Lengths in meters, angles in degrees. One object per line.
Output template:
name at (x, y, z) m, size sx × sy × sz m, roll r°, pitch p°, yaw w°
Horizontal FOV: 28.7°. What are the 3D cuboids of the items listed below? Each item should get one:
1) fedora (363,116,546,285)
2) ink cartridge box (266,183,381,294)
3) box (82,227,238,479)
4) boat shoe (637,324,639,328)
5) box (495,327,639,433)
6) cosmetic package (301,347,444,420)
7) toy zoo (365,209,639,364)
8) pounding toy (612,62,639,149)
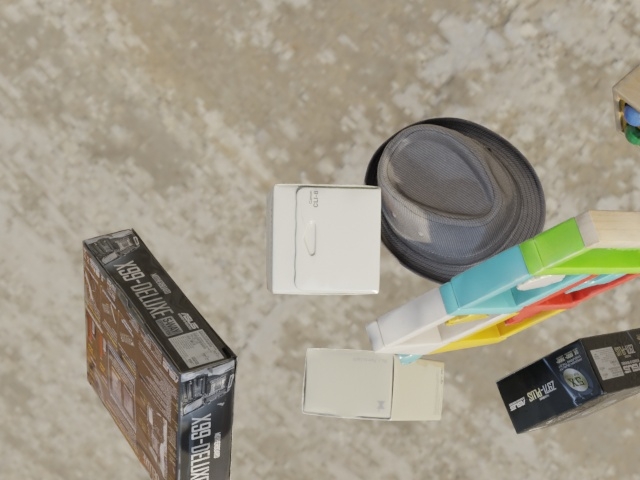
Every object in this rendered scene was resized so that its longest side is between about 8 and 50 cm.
fedora at (0.185, -0.071, 1.800) m, size 0.275 × 0.244 × 0.124 m, roll 42°, pitch 177°, yaw 19°
ink cartridge box at (0.000, 0.000, 1.499) m, size 0.127 × 0.128 × 0.176 m, roll 1°, pitch 180°, yaw -4°
box at (-0.213, 0.167, 1.605) m, size 0.307 × 0.076 × 0.242 m, roll 44°, pitch 140°, yaw 45°
boat shoe at (0.573, 0.103, 1.908) m, size 0.113 × 0.127 × 0.340 m, roll 33°, pitch 107°, yaw 10°
box at (0.346, 0.182, 1.641) m, size 0.147 × 0.180 × 0.078 m, roll -34°, pitch 70°, yaw 38°
cosmetic package at (0.097, 0.250, 2.149) m, size 0.160 × 0.113 × 0.309 m, roll 2°, pitch 172°, yaw 20°
toy zoo at (0.174, 0.047, 1.113) m, size 0.293 × 0.192 × 0.030 m, roll -31°, pitch 69°, yaw 39°
pounding toy at (0.493, -0.171, 1.732) m, size 0.181 × 0.094 × 0.206 m, roll 46°, pitch 174°, yaw 28°
